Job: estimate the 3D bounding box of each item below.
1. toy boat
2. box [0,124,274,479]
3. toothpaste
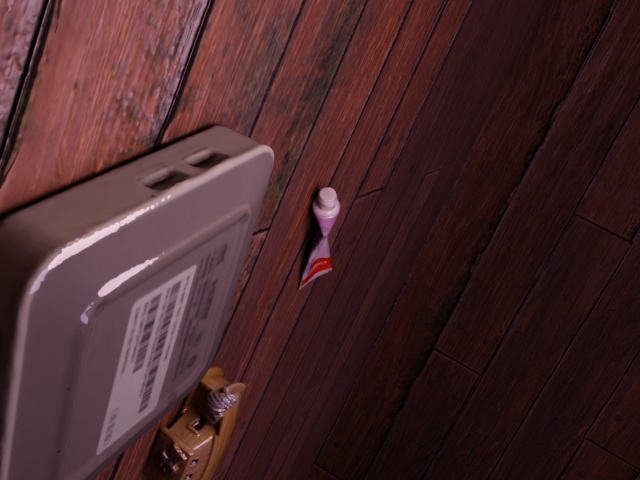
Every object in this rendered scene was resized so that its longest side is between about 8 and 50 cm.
[{"bbox_3d":[-0.212,0.340,1.215,0.121,0.089,0.321,-22,141,-59],"label":"toy boat"},{"bbox_3d":[-0.195,0.087,0.783,0.373,0.090,0.367,-38,154,-54],"label":"box"},{"bbox_3d":[0.000,0.000,1.369,0.075,0.048,0.301,-58,168,-28],"label":"toothpaste"}]
